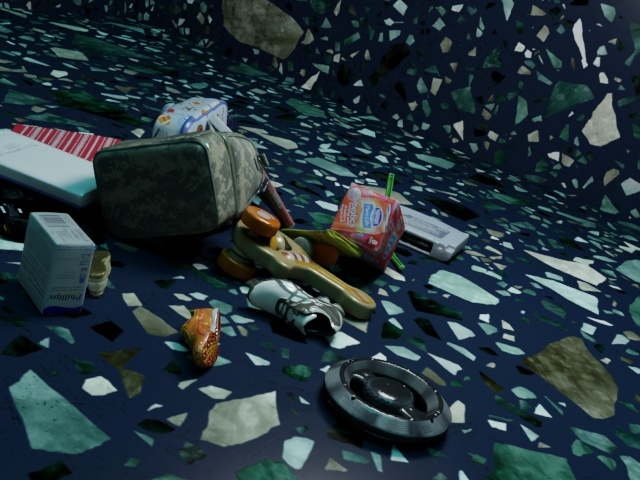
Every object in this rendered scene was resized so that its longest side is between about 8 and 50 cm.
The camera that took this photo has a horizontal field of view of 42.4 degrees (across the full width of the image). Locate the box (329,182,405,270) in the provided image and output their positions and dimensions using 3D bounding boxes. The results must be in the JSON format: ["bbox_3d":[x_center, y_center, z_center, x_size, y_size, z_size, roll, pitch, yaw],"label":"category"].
[{"bbox_3d":[0.114,-0.026,1.930,0.123,0.128,0.257,24,-8,13],"label":"box"}]

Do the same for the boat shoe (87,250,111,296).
[{"bbox_3d":[-0.423,0.058,1.556,0.056,0.048,0.153,-3,19,-17],"label":"boat shoe"}]

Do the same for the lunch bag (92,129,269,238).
[{"bbox_3d":[-0.294,-0.134,1.795,0.305,0.212,0.256,-5,15,21],"label":"lunch bag"}]

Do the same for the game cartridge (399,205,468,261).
[{"bbox_3d":[0.258,-0.034,2.324,0.297,0.062,0.198,24,17,18],"label":"game cartridge"}]

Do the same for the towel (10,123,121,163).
[{"bbox_3d":[-0.647,-0.225,2.040,0.275,0.031,0.199,8,29,-6],"label":"towel"}]

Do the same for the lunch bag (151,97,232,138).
[{"bbox_3d":[-0.319,-0.225,2.082,0.115,0.243,0.303,9,23,15],"label":"lunch bag"}]

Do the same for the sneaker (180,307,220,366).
[{"bbox_3d":[-0.209,0.171,1.423,0.067,0.064,0.175,-5,17,-2],"label":"sneaker"}]

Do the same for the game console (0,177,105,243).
[{"bbox_3d":[-0.610,-0.088,1.776,0.213,0.044,0.361,4,24,-36],"label":"game console"}]

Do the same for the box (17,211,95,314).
[{"bbox_3d":[-0.458,0.039,1.426,0.072,0.137,0.126,1,26,-41],"label":"box"}]

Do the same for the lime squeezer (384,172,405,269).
[{"bbox_3d":[0.183,-0.024,2.181,0.059,0.110,0.310,24,46,-30],"label":"lime squeezer"}]

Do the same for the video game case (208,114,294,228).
[{"bbox_3d":[-0.168,-0.167,2.051,0.204,0.025,0.285,47,-8,35],"label":"video game case"}]

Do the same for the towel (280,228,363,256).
[{"bbox_3d":[0.000,0.000,1.888,0.102,0.021,0.237,36,-14,-25],"label":"towel"}]

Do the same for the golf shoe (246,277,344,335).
[{"bbox_3d":[-0.049,0.133,1.605,0.198,0.077,0.094,15,20,-2],"label":"golf shoe"}]

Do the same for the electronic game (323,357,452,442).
[{"bbox_3d":[0.115,0.271,1.417,0.229,0.048,0.229,16,19,-6],"label":"electronic game"}]

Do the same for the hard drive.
[{"bbox_3d":[-0.622,-0.163,1.842,0.319,0.040,0.210,21,20,8],"label":"hard drive"}]

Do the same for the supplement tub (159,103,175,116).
[{"bbox_3d":[-0.477,-0.392,2.631,0.071,0.071,0.107,12,21,-14],"label":"supplement tub"}]

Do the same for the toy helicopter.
[{"bbox_3d":[-0.033,0.060,1.791,0.355,0.140,0.235,33,14,11],"label":"toy helicopter"}]
